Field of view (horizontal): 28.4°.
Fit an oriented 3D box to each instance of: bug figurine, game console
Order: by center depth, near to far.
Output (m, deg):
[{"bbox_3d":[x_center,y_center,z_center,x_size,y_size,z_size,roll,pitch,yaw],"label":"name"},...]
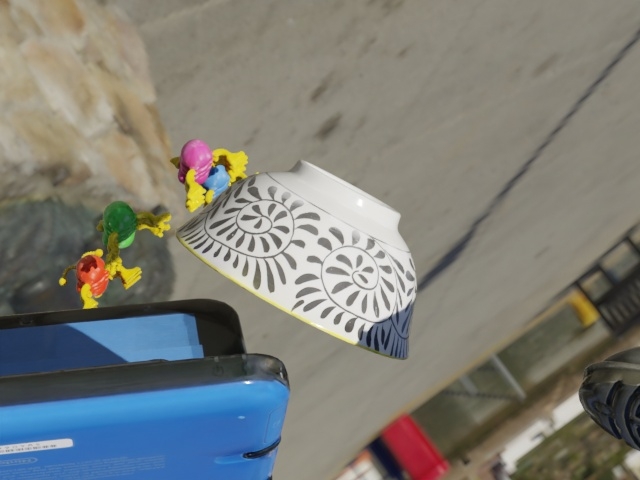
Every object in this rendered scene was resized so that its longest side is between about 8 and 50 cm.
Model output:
[{"bbox_3d":[-0.179,0.070,0.730,0.293,0.173,0.250,-6,153,-10],"label":"game console"},{"bbox_3d":[-0.190,-0.030,1.473,0.279,0.072,0.216,-40,172,-22],"label":"bug figurine"}]

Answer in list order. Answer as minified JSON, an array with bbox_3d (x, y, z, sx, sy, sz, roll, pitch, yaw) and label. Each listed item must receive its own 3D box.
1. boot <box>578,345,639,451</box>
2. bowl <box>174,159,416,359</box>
[{"bbox_3d":[0.238,0.014,0.611,0.076,0.189,0.209,69,35,-52],"label":"boot"},{"bbox_3d":[0.000,0.000,0.803,0.080,0.170,0.170,-61,163,4],"label":"bowl"}]
